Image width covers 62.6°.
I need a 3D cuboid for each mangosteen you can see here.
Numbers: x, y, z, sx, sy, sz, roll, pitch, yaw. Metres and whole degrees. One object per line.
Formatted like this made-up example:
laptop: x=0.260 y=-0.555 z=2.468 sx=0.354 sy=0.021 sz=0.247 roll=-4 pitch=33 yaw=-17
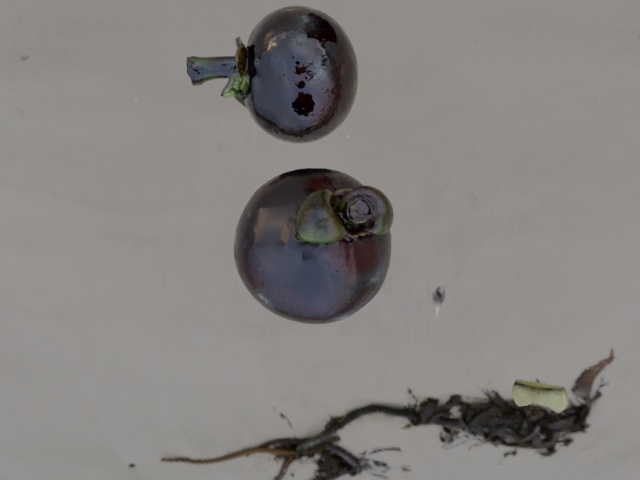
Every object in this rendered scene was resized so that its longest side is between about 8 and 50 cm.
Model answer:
mangosteen: x=-0.079 y=-0.278 z=0.902 sx=0.288 sy=0.231 sz=0.232 roll=-8 pitch=127 yaw=-17
mangosteen: x=-0.009 y=0.003 z=0.688 sx=0.215 sy=0.216 sz=0.216 roll=5 pitch=125 yaw=7

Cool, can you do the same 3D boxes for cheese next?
cheese: x=0.339 y=0.243 z=0.817 sx=0.083 sy=0.030 sz=0.044 roll=1 pitch=97 yaw=38
